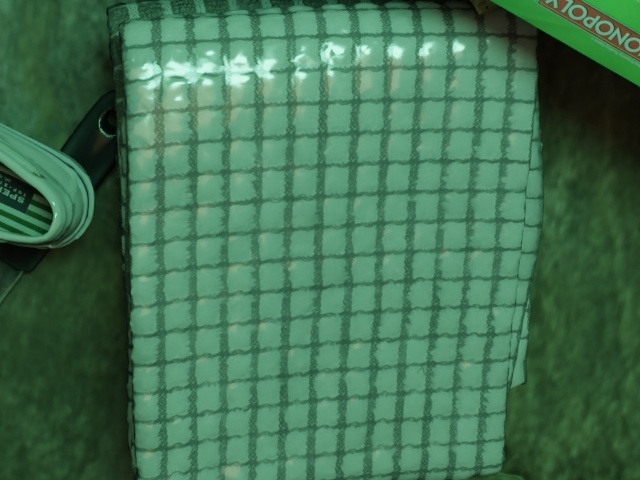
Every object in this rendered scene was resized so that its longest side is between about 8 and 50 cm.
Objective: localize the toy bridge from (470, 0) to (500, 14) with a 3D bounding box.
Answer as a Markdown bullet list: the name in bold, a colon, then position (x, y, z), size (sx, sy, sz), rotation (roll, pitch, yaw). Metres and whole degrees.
- **toy bridge**: position (0.044, -0.196, 0.780), size (0.063, 0.026, 0.188), rotation (-28, 68, 2)

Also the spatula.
- **spatula**: position (-0.197, 0.032, 0.868), size (0.084, 0.030, 0.296), rotation (36, 96, -8)

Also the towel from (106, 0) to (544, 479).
- **towel**: position (0.000, 0.000, 0.833), size (0.235, 0.121, 0.284), rotation (-5, 111, -13)

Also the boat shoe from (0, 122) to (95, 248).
- **boat shoe**: position (-0.233, -0.056, 0.804), size (0.226, 0.076, 0.083), rotation (16, 96, 0)

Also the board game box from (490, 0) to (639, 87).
- **board game box**: position (0.152, -0.176, 0.758), size (0.317, 0.214, 0.046), rotation (28, 137, -12)
